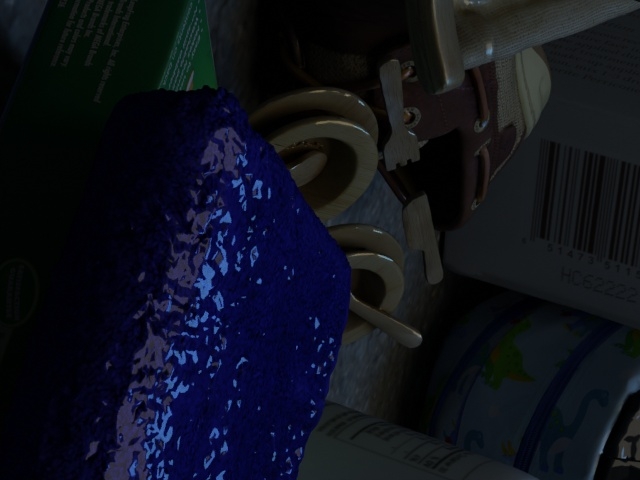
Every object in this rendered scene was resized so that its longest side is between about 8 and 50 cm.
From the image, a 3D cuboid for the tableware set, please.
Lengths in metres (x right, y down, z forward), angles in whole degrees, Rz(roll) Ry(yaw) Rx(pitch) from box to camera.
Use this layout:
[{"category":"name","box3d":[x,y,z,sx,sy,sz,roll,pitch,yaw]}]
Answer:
[{"category":"tableware set","box3d":[0.000,0.000,0.911,0.128,0.039,0.194,-22,142,-5]}]

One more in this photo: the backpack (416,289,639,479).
[{"category":"backpack","box3d":[0.240,0.147,1.311,0.355,0.273,0.290,-18,127,-57]}]

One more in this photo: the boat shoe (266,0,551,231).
[{"category":"boat shoe","box3d":[0.037,-0.095,0.930,0.123,0.123,0.342,-66,159,-11]}]

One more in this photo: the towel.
[{"category":"towel","box3d":[-0.061,0.118,0.597,0.227,0.076,0.308,68,37,-79]}]

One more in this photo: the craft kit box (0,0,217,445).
[{"category":"craft kit box","box3d":[-0.097,0.052,0.704,0.246,0.061,0.249,94,12,-67]}]

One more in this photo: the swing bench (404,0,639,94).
[{"category":"swing bench","box3d":[0.205,-0.163,0.794,0.253,0.255,0.165,-26,116,-49]}]

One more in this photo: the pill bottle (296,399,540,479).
[{"category":"pill bottle","box3d":[0.023,0.170,0.867,0.160,0.283,0.160,-43,142,-46]}]

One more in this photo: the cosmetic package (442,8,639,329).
[{"category":"cosmetic package","box3d":[0.292,-0.111,1.315,0.453,0.230,0.161,-41,141,-48]}]
